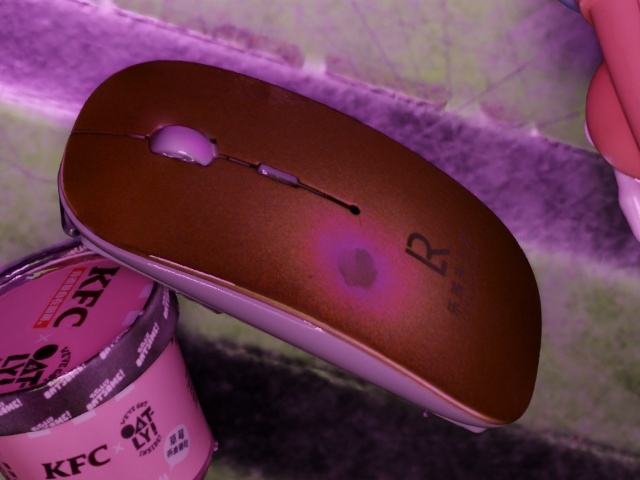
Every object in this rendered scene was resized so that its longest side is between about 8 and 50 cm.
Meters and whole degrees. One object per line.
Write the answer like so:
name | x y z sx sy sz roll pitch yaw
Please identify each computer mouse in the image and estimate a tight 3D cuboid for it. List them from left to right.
computer mouse | 0.000 0.000 1.121 0.310 0.158 0.072 27 136 -13

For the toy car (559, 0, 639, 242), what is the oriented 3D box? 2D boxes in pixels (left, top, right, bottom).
toy car | 0.231 -0.132 1.042 0.212 0.180 0.270 -18 74 21

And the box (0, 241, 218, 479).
box | -0.139 0.095 1.144 0.151 0.151 0.135 -20 120 3
